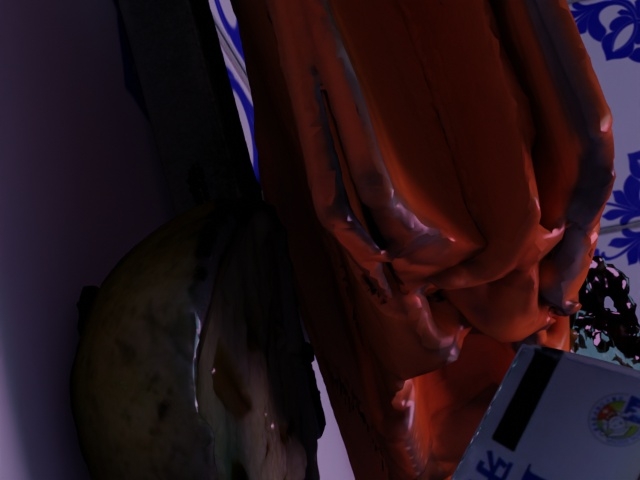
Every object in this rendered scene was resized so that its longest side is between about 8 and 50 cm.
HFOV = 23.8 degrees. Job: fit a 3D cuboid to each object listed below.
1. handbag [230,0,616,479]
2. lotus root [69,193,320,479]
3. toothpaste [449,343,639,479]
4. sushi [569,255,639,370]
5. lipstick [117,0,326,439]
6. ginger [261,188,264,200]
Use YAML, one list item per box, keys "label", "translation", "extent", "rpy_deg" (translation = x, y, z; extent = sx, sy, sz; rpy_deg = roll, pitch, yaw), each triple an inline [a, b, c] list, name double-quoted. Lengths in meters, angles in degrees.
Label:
- label: "handbag"
  translation: [0.034, -0.038, 0.696]
  extent: [0.410, 0.116, 0.303]
  rpy_deg: [80, -6, -61]
- label: "lotus root"
  translation: [-0.051, 0.074, 0.605]
  extent: [0.203, 0.078, 0.183]
  rpy_deg: [22, 63, -78]
- label: "toothpaste"
  translation: [0.029, 0.190, 0.465]
  extent: [0.336, 0.067, 0.081]
  rpy_deg: [-59, 148, -28]
- label: "sushi"
  translation: [0.156, 0.077, 1.310]
  extent: [0.348, 0.234, 0.207]
  rpy_deg: [-36, 111, -69]
- label: "lipstick"
  translation: [-0.060, -0.045, 0.784]
  extent: [0.051, 0.051, 0.312]
  rpy_deg: [-58, 133, -81]
- label: "ginger"
  translation: [-0.025, -0.018, 1.026]
  extent: [0.097, 0.030, 0.048]
  rpy_deg: [-74, 153, -79]
